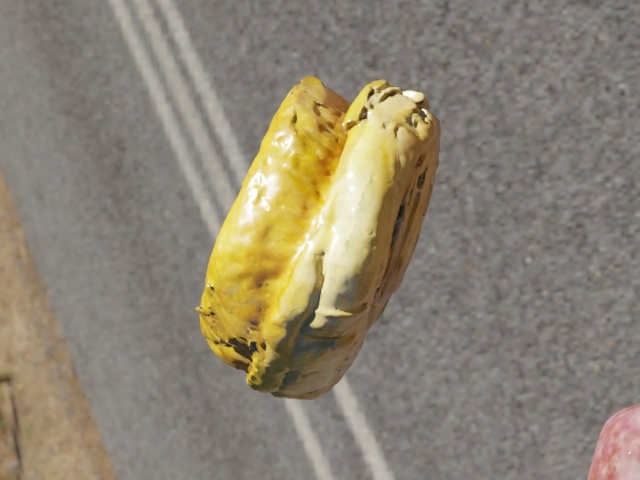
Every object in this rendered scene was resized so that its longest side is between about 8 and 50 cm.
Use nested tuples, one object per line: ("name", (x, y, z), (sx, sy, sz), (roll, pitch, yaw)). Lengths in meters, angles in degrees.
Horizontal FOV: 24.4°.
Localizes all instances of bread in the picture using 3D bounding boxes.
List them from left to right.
("bread", (-0.001, 0.003, 0.986), (0.236, 0.120, 0.198), (111, -179, -65))

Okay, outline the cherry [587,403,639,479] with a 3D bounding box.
("cherry", (0.250, 0.178, 0.873), (0.192, 0.175, 0.250), (-51, 44, 5))
